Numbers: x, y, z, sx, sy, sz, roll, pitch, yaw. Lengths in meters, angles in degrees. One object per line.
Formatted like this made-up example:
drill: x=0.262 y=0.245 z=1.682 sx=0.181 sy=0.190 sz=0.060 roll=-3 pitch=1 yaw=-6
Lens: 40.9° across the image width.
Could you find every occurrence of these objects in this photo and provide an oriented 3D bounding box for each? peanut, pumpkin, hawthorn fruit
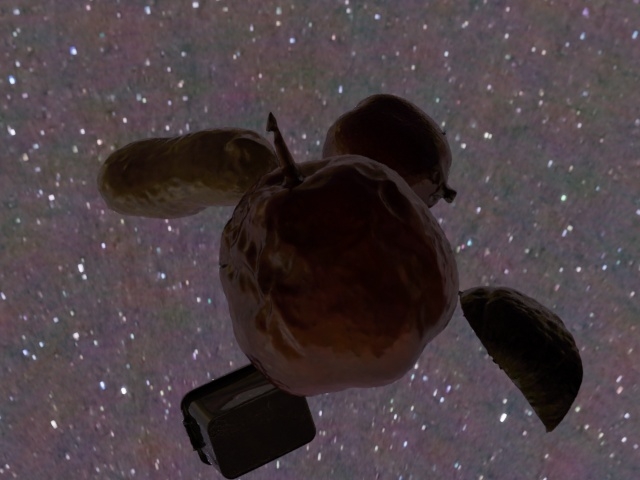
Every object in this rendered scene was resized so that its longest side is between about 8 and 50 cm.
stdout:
peanut: x=-0.135 y=-0.071 z=0.879 sx=0.214 sy=0.099 sz=0.100 roll=-12 pitch=-131 yaw=32
pumpkin: x=0.323 y=0.152 z=1.405 sx=0.163 sy=0.111 sz=0.279 roll=31 pitch=-150 yaw=-28
hawthorn fruit: x=0.097 y=-0.102 z=1.154 sx=0.169 sy=0.169 sz=0.188 roll=-37 pitch=-110 yaw=-24
hawthorn fruit: x=0.000 y=0.000 z=0.727 sx=0.207 sy=0.243 sz=0.207 roll=-19 pitch=-157 yaw=8

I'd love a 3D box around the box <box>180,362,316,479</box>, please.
box: x=-0.066 y=0.171 z=0.826 sx=0.122 sy=0.084 sz=0.069 roll=-23 pitch=-164 yaw=-18
